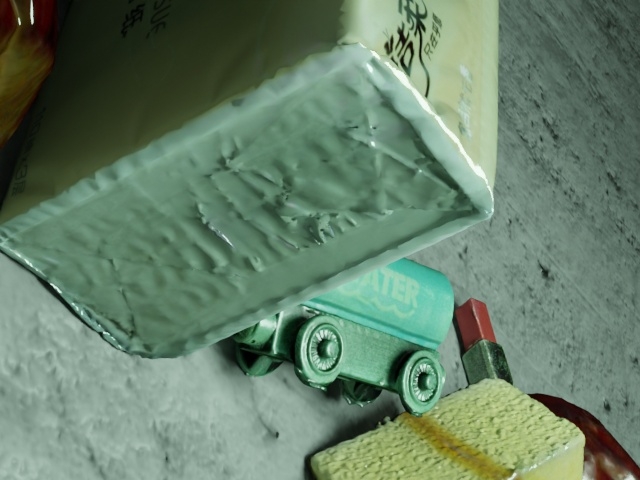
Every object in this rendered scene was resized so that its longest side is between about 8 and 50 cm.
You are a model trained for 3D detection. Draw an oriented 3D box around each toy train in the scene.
[{"bbox_3d":[0.025,0.063,1.126,0.248,0.101,0.159,20,73,-43],"label":"toy train"}]

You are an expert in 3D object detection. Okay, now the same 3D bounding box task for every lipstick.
[{"bbox_3d":[0.211,0.218,1.456,0.051,0.051,0.312,4,67,-58],"label":"lipstick"}]

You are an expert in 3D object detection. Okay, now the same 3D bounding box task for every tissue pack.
[{"bbox_3d":[-0.041,-0.160,0.962,0.205,0.331,0.405,41,39,-36],"label":"tissue pack"}]

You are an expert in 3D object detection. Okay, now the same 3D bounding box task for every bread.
[{"bbox_3d":[0.116,0.255,1.177,0.240,0.135,0.178,-19,123,-32],"label":"bread"}]

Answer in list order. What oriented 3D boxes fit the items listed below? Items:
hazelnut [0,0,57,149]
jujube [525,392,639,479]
[{"bbox_3d":[-0.259,-0.136,0.702,0.218,0.234,0.218,5,69,-13],"label":"hazelnut"},{"bbox_3d":[0.245,0.270,1.329,0.243,0.183,0.183,43,33,-6],"label":"jujube"}]
